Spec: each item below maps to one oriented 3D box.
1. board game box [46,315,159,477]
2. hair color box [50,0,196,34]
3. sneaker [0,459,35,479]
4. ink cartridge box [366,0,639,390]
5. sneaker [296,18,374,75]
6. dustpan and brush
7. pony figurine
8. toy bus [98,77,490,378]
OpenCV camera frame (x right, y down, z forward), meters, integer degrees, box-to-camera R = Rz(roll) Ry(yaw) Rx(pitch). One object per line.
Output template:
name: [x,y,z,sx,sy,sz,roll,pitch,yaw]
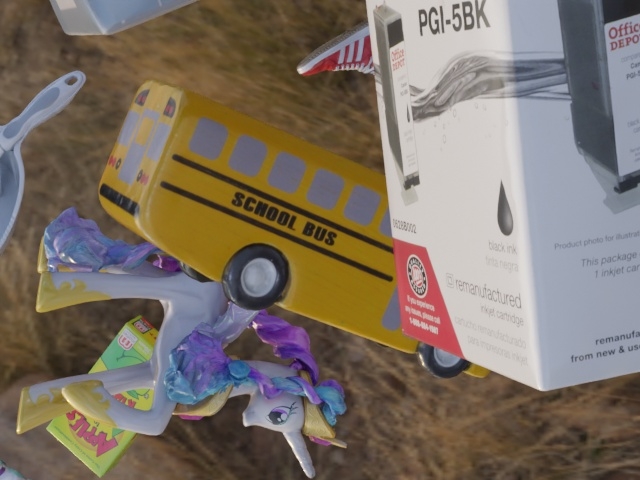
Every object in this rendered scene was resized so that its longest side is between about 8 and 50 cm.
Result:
board game box: [-0.243,0.190,1.621,0.092,0.043,0.181,40,108,5]
hair color box: [0.034,-0.220,0.658,0.114,0.374,0.185,69,169,-14]
sneaker: [-0.261,0.206,1.044,0.098,0.038,0.069,28,74,7]
ink cartridge box: [0.057,-0.036,0.370,0.099,0.056,0.135,-166,68,-71]
sneaker: [0.037,-0.195,1.466,0.118,0.067,0.042,-30,17,-6]
dustpan and brush: [-0.267,-0.059,1.058,0.211,0.060,0.147,-40,72,-18]
pony figurine: [-0.136,0.077,1.500,0.303,0.363,0.351,135,141,-68]
toy bus: [0.000,0.000,1.020,0.108,0.332,0.130,24,92,61]
